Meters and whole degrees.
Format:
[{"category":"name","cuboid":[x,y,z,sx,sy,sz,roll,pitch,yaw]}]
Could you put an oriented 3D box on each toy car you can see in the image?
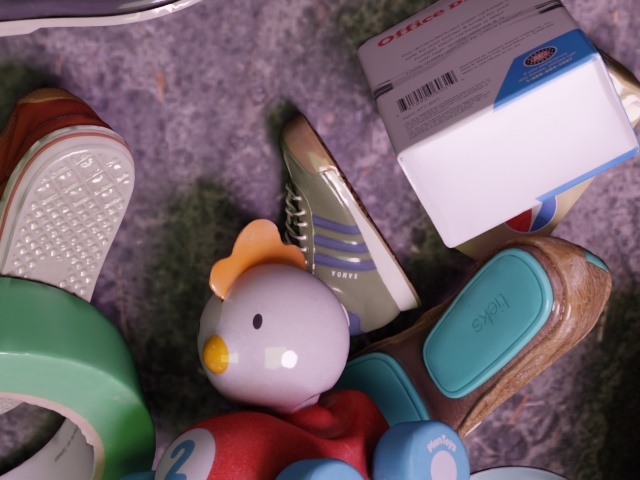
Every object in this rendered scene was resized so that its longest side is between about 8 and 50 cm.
[{"category":"toy car","cuboid":[-0.045,0.106,1.162,0.219,0.210,0.238,-12,90,44]}]

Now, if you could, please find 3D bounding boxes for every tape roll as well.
[{"category":"tape roll","cuboid":[-0.288,0.161,1.202,0.321,0.077,0.321,-14,141,-11]}]

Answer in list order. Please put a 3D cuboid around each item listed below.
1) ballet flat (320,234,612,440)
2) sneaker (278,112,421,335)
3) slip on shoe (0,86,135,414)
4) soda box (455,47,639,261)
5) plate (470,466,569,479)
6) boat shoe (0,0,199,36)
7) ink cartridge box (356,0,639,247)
[{"category":"ballet flat","cuboid":[0.106,0.105,1.257,0.124,0.116,0.342,-3,147,-44]},{"category":"sneaker","cuboid":[0.000,0.000,1.233,0.086,0.064,0.192,-31,118,4]},{"category":"slip on shoe","cuboid":[-0.238,0.023,1.210,0.123,0.101,0.331,5,131,-35]},{"category":"soda box","cuboid":[0.173,-0.062,1.225,0.061,0.058,0.181,30,110,-18]},{"category":"plate","cuboid":[0.165,0.284,1.408,0.188,0.024,0.188,-2,116,-4]},{"category":"boat shoe","cuboid":[-0.165,-0.191,1.123,0.206,0.075,0.065,-8,119,4]},{"category":"ink cartridge box","cuboid":[0.119,-0.103,1.121,0.148,0.203,0.086,-27,117,8]}]
